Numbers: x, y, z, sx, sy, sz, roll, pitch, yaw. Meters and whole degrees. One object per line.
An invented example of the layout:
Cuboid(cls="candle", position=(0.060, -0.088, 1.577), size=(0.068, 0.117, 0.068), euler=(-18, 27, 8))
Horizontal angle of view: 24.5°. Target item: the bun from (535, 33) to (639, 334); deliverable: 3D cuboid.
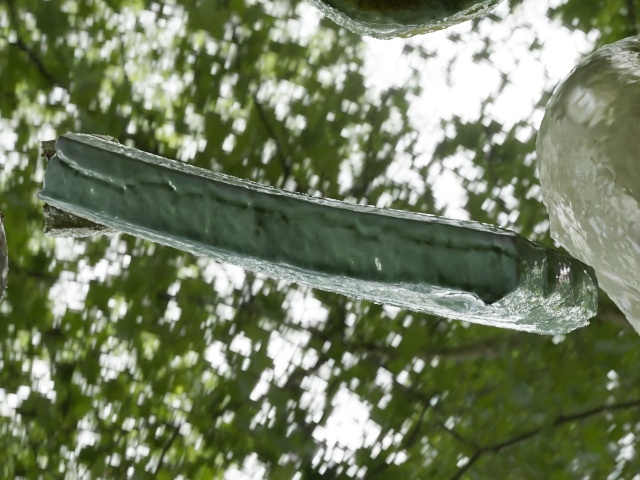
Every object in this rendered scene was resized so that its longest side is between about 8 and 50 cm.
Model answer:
Cuboid(cls="bun", position=(0.338, -0.024, 1.174), size=(0.365, 0.219, 0.365), euler=(13, -156, -6))

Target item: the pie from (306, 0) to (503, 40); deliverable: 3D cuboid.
Cuboid(cls="pie", position=(0.087, -0.328, 1.369), size=(0.302, 0.067, 0.302), euler=(-3, -102, 14))

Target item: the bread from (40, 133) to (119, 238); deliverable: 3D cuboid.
Cuboid(cls="bread", position=(-0.192, -0.044, 1.196), size=(0.070, 0.035, 0.083), euler=(0, -95, 17))

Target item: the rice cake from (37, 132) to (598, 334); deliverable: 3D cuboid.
Cuboid(cls="rice cake", position=(0.000, 0.000, 0.667), size=(0.237, 0.127, 0.043), euler=(14, -92, 25))

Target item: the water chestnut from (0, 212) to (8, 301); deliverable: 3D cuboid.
Cuboid(cls="water chestnut", position=(-0.280, -0.011, 0.814), size=(0.223, 0.224, 0.238), euler=(36, -154, 7))
